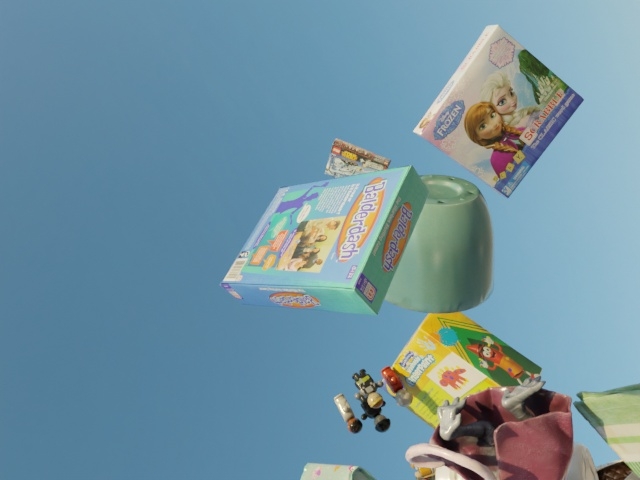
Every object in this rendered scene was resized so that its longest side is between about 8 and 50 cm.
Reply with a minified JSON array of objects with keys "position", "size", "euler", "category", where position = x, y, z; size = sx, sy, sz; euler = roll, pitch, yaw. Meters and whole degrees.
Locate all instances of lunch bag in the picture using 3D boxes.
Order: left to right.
[{"position":[0.088,0.698,1.323],"size":[0.262,0.223,0.160],"euler":[44,-128,-16],"category":"lunch bag"}]

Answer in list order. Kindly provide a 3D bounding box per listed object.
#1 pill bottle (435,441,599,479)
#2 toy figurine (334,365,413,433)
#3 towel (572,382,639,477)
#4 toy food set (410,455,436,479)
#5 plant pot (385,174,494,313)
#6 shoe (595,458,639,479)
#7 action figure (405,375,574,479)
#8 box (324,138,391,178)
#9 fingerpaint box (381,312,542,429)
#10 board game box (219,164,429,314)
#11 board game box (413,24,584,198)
[{"position":[0.405,0.511,1.076],"size":[0.169,0.302,0.169],"euler":[28,-126,-47],"category":"pill bottle"},{"position":[0.173,0.532,1.696],"size":[0.210,0.213,0.148],"euler":[11,-146,-44],"category":"toy figurine"},{"position":[0.542,0.338,0.729],"size":[0.038,0.248,0.324],"euler":[-37,-104,-17],"category":"towel"},{"position":[0.332,0.670,1.506],"size":[0.105,0.232,0.111],"euler":[-16,-112,-3],"category":"toy food set"},{"position":[0.256,-0.012,1.178],"size":[0.293,0.293,0.235],"euler":[-33,-50,-44],"category":"plant pot"},{"position":[0.703,0.582,1.267],"size":[0.058,0.219,0.076],"euler":[51,-165,-34],"category":"shoe"},{"position":[0.348,0.422,0.834],"size":[0.276,0.248,0.369],"euler":[-27,-82,-42],"category":"action figure"},{"position":[0.085,-0.170,1.191],"size":[0.137,0.093,0.027],"euler":[23,-130,5],"category":"box"},{"position":[0.441,0.456,1.715],"size":[0.371,0.444,0.163],"euler":[35,-128,15],"category":"fingerpaint box"},{"position":[0.000,0.000,0.579],"size":[0.047,0.210,0.160],"euler":[48,-123,-32],"category":"board game box"},{"position":[0.462,-0.325,1.340],"size":[0.318,0.318,0.066],"euler":[30,-168,-17],"category":"board game box"}]
